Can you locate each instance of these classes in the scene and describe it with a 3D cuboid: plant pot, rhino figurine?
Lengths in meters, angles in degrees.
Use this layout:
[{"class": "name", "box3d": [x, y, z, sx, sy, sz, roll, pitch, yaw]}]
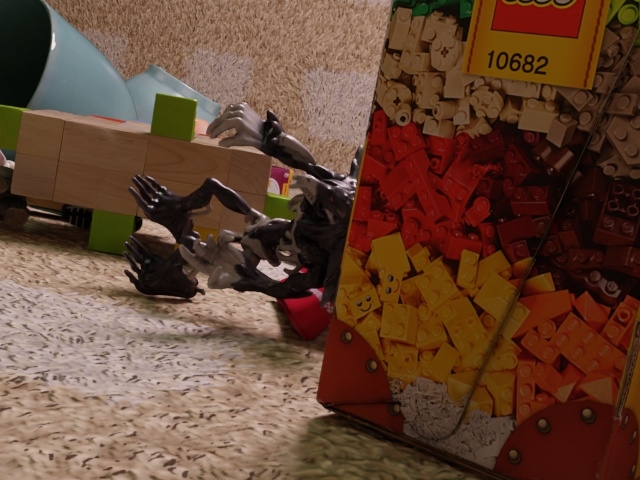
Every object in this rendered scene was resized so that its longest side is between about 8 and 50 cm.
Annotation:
[{"class": "plant pot", "box3d": [-0.430, -0.194, 1.478, 0.293, 0.293, 0.235, 15, -12, 40]}, {"class": "rhino figurine", "box3d": [-0.469, -0.064, 1.132, 0.243, 0.073, 0.106, 7, 11, -14]}, {"class": "plant pot", "box3d": [-0.335, -0.253, 2.039, 0.293, 0.196, 0.293, 33, 4, -3]}]

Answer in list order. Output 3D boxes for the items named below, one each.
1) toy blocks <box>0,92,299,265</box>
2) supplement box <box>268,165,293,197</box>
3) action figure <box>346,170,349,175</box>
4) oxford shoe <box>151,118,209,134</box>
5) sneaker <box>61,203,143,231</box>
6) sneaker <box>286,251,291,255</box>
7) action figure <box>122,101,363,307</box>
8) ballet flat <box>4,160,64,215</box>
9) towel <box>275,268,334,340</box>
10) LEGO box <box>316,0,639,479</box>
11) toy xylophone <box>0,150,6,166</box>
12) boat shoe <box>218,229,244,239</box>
[{"class": "toy blocks", "box3d": [-0.212, -0.094, 1.209, 0.382, 0.190, 0.261, 10, 8, -6]}, {"class": "supplement box", "box3d": [-0.148, -0.092, 1.734, 0.081, 0.104, 0.188, 16, 9, 40]}, {"class": "action figure", "box3d": [0.006, -0.061, 1.591, 0.280, 0.139, 0.091, 18, 10, 38]}, {"class": "oxford shoe", "box3d": [-0.298, -0.105, 1.619, 0.130, 0.132, 0.364, -1, -8, -29]}, {"class": "sneaker", "box3d": [-0.292, -0.028, 1.269, 0.109, 0.040, 0.044, 14, -9, -5]}, {"class": "sneaker", "box3d": [0.046, -0.008, 1.352, 0.095, 0.104, 0.236, -24, 3, 40]}, {"class": "action figure", "box3d": [-0.060, -0.020, 0.822, 0.276, 0.164, 0.141, -10, -32, 35]}, {"class": "ballet flat", "box3d": [-0.411, -0.077, 1.323, 0.232, 0.073, 0.080, 9, 6, -8]}, {"class": "towel", "box3d": [0.072, -0.016, 0.899, 0.031, 0.275, 0.199, 51, -1, -10]}, {"class": "LEGO box", "box3d": [0.247, -0.048, 0.728, 0.193, 0.372, 0.500, 15, 8, 35]}, {"class": "toy xylophone", "box3d": [-0.573, -0.179, 1.317, 0.236, 0.081, 0.322, -24, 51, -5]}, {"class": "boat shoe", "box3d": [-0.102, -0.037, 1.424, 0.081, 0.079, 0.227, 8, 2, 26]}]
